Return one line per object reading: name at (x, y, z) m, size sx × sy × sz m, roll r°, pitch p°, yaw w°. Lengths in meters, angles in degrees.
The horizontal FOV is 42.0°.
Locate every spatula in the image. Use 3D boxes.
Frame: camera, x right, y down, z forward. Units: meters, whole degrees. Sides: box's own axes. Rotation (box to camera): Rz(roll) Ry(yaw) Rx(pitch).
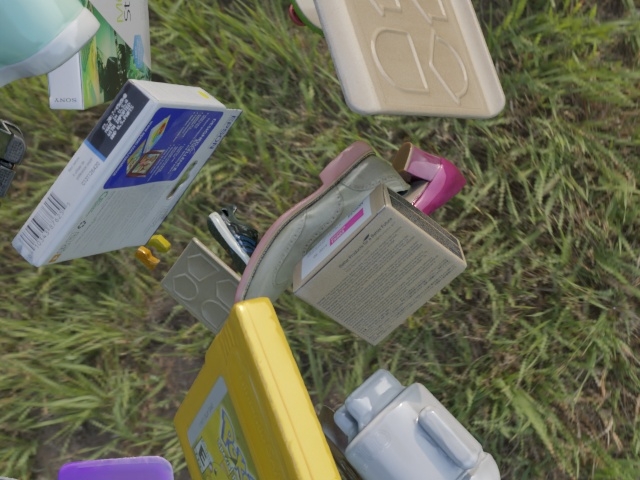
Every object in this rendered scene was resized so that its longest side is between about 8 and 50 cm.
spatula at (-0.267, 0.215, 0.708) m, size 0.296 × 0.030 × 0.084 m, roll 1°, pitch 103°, yaw 14°

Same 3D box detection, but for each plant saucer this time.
plant saucer at (0.084, 0.500, 1.829) m, size 0.050 × 0.310 × 0.310 m, roll -37°, pitch 73°, yaw -15°

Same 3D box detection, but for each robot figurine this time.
robot figurine at (0.187, 0.408, 1.539) m, size 0.200 × 0.300 × 0.353 m, roll -37°, pitch 74°, yaw -30°

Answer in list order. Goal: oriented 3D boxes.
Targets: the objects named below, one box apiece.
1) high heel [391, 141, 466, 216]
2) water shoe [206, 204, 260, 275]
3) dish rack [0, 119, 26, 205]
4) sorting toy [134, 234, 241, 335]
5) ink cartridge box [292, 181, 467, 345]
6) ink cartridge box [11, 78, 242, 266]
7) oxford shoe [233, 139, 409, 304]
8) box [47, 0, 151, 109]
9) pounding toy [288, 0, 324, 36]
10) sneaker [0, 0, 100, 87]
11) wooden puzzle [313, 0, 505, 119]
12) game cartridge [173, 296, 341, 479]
high heel at (0.198, -0.012, 1.784) m, size 0.127 × 0.181 × 0.377 m, roll 8°, pitch 73°, yaw 64°
water shoe at (-0.152, 0.012, 1.740) m, size 0.080 × 0.073 × 0.203 m, roll -35°, pitch 84°, yaw -24°
dish rack at (-0.544, -0.103, 1.108) m, size 0.074 × 0.271 × 0.208 m, roll 22°, pitch 87°, yaw 50°
sorting toy at (-0.314, 0.087, 2.086) m, size 0.307 × 0.041 × 0.229 m, roll 42°, pitch 131°, yaw 0°
ink cartridge box at (0.098, 0.045, 1.428) m, size 0.193 × 0.088 × 0.234 m, roll 36°, pitch 116°, yaw -22°
ink cartridge box at (-0.281, -0.105, 1.273) m, size 0.072 × 0.307 × 0.303 m, roll 41°, pitch 105°, yaw 6°
oxford shoe at (0.000, 0.000, 1.534) m, size 0.146 × 0.140 × 0.397 m, roll 40°, pitch 88°, yaw 15°
box at (-0.339, -0.336, 1.288) m, size 0.058 × 0.322 × 0.232 m, roll 2°, pitch 107°, yaw 7°
pounding toy at (0.019, -0.467, 1.562) m, size 0.183 × 0.110 × 0.237 m, roll 23°, pitch 70°, yaw -17°
sneaker at (-0.302, -0.206, 0.708) m, size 0.256 × 0.151 × 0.094 m, roll -2°, pitch 44°, yaw 47°
wooden puzzle at (0.126, -0.340, 1.358) m, size 0.080 × 0.348 × 0.322 m, roll -29°, pitch 74°, yaw 47°
game cartridge at (-0.066, 0.252, 0.859) m, size 0.052 × 0.324 × 0.285 m, roll -12°, pitch 65°, yaw -25°
